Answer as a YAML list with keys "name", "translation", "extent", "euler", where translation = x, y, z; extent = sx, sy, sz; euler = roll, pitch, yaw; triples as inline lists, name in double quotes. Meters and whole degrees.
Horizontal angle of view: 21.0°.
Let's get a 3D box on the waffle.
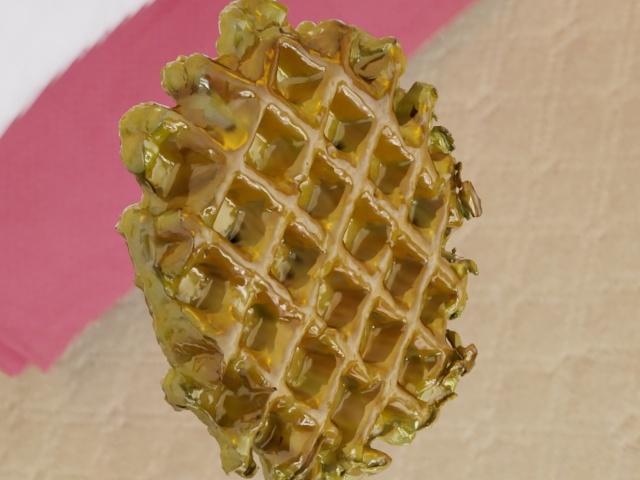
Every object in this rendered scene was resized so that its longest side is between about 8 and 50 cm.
- name: "waffle"
  translation: [0.000, 0.000, 1.114]
  extent: [0.068, 0.302, 0.325]
  euler: [0, 105, 43]
